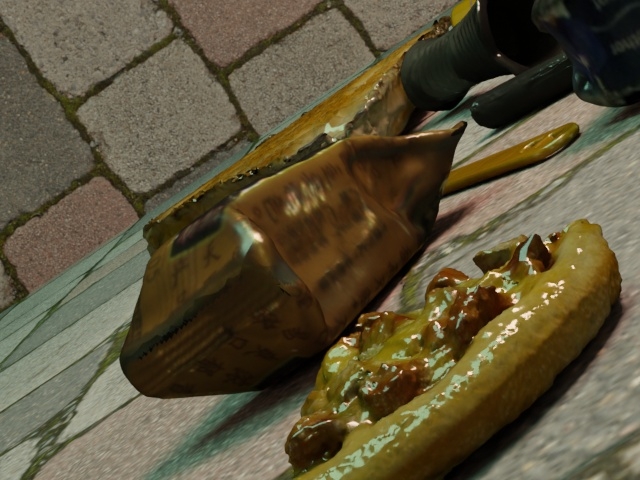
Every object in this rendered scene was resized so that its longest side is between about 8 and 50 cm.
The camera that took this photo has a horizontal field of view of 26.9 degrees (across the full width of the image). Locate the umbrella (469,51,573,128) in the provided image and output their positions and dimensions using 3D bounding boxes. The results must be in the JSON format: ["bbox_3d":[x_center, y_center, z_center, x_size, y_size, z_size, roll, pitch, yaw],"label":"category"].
[{"bbox_3d":[0.174,-0.123,1.039,0.133,0.031,0.036,-26,13,41],"label":"umbrella"}]

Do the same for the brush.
[{"bbox_3d":[0.094,-0.044,0.963,0.103,0.013,0.272,-40,10,-29],"label":"brush"}]

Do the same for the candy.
[{"bbox_3d":[0.000,0.000,0.807,0.143,0.101,0.271,-36,0,35],"label":"candy"}]

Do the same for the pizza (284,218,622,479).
[{"bbox_3d":[0.036,0.052,0.517,0.175,0.046,0.134,-40,10,-33],"label":"pizza"}]

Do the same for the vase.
[{"bbox_3d":[0.150,-0.181,1.249,0.115,0.115,0.237,-37,6,-17],"label":"vase"}]

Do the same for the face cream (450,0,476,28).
[{"bbox_3d":[0.268,-0.285,1.435,0.273,0.078,0.078,-29,10,33],"label":"face cream"}]

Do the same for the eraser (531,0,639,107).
[{"bbox_3d":[0.276,-0.184,0.744,0.155,0.101,0.332,-38,10,-36],"label":"eraser"}]

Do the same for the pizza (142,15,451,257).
[{"bbox_3d":[0.015,-0.122,1.516,0.392,0.080,0.435,-40,11,-32],"label":"pizza"}]
